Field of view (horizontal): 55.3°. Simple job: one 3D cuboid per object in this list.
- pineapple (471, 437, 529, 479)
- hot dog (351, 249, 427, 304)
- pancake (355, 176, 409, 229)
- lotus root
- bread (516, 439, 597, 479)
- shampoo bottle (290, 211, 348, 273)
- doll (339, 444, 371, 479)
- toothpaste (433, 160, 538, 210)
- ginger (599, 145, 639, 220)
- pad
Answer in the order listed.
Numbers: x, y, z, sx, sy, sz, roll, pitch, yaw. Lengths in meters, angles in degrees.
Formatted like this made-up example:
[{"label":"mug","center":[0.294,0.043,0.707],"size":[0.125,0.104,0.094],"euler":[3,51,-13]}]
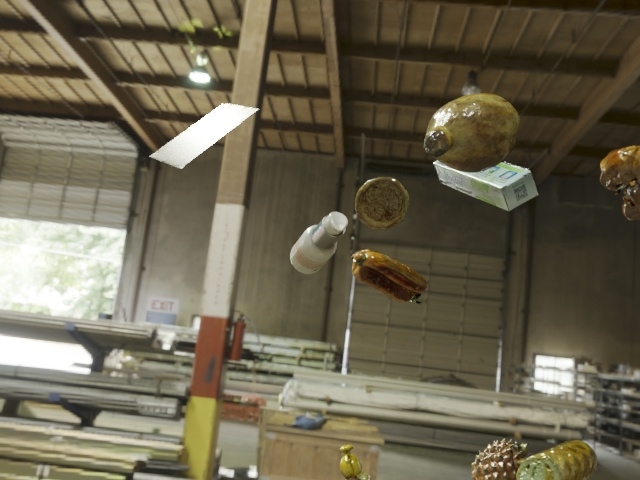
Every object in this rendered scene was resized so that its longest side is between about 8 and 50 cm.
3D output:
[{"label":"pineapple","center":[0.547,0.666,1.809],"size":[0.166,0.193,0.166],"euler":[40,12,-10]},{"label":"hot dog","center":[0.126,0.063,1.103],"size":[0.072,0.055,0.188],"euler":[-34,-44,28]},{"label":"pancake","center":[0.123,-0.073,1.217],"size":[0.115,0.114,0.011],"euler":[6,22,4]},{"label":"lotus root","center":[0.245,-0.178,1.011],"size":[0.214,0.138,0.138],"euler":[-12,6,-44]},{"label":"bread","center":[0.487,0.463,1.241],"size":[0.087,0.098,0.269],"euler":[17,4,41]},{"label":"shampoo bottle","center":[0.000,0.000,1.200],"size":[0.074,0.074,0.192],"euler":[10,-31,-18]},{"label":"doll","center":[0.083,0.588,1.455],"size":[0.096,0.188,0.145],"euler":[-8,6,-1]},{"label":"toothpaste","center":[0.384,-0.151,1.459],"size":[0.081,0.067,0.336],"euler":[-28,21,-6]},{"label":"ginger","center":[0.760,-0.104,1.299],"size":[0.357,0.152,0.274],"euler":[36,-34,-32]},{"label":"pad","center":[-0.217,-0.198,1.133],"size":[0.127,0.190,0.004],"euler":[23,-33,47]}]
